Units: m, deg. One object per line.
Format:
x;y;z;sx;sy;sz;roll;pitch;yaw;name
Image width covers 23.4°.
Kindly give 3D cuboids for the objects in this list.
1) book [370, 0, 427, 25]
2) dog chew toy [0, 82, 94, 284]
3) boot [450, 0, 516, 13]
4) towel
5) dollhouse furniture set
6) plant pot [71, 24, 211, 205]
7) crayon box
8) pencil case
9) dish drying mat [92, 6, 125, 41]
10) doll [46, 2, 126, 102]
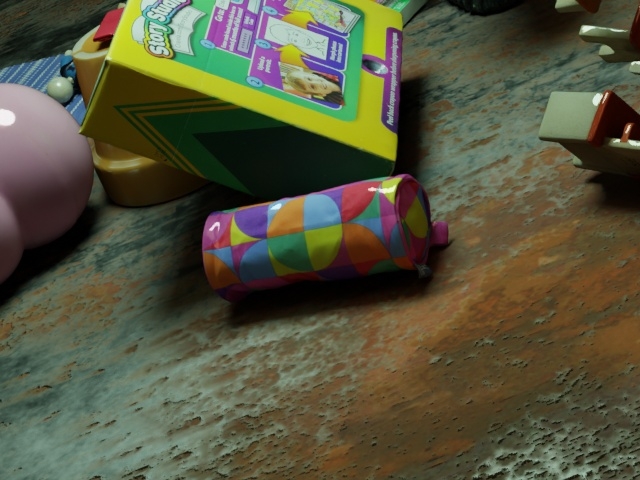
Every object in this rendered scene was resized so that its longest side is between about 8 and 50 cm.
0.063;-0.306;2.089;0.144;0.035;0.096;6;43;41;book
-0.419;-0.031;1.806;0.206;0.207;0.332;8;48;45;dog chew toy
0.181;-0.391;1.896;0.131;0.260;0.348;-4;28;13;boot
-0.410;-0.206;2.281;0.336;0.040;0.243;-8;34;30;towel
0.320;-0.192;1.479;0.135;0.262;0.259;9;76;44;dollhouse furniture set
-0.207;-0.176;1.892;0.205;0.188;0.205;-18;28;10;plant pot
-0.073;-0.189;1.704;0.313;0.106;0.363;19;32;-8;crayon box
0.000;0.000;1.527;0.236;0.104;0.104;-8;31;24;pencil case
-0.252;-0.261;1.864;0.032;0.008;0.083;-16;28;15;dish drying mat
-0.324;-0.263;2.212;0.129;0.046;0.189;16;56;39;doll
